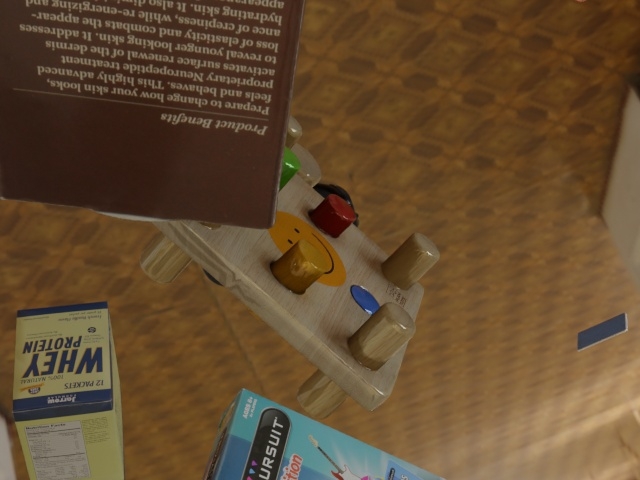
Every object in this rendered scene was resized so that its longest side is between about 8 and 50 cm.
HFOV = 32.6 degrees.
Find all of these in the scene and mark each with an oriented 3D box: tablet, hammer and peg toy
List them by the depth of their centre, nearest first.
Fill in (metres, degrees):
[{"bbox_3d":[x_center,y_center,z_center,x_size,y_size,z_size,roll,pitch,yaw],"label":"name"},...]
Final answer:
[{"bbox_3d":[0.000,0.000,1.059,0.127,0.266,0.361,-47,-177,23],"label":"hammer and peg toy"},{"bbox_3d":[0.430,0.140,1.671,0.083,0.006,0.054,-29,-163,25],"label":"tablet"}]

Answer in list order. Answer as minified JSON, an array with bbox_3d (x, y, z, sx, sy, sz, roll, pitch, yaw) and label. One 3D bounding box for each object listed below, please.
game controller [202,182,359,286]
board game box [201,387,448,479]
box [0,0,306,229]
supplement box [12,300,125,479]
[{"bbox_3d":[-0.068,-0.004,1.511,0.067,0.166,0.319,2,-175,-42],"label":"game controller"},{"bbox_3d":[0.011,0.361,1.324,0.336,0.253,0.079,26,135,-10],"label":"board game box"},{"bbox_3d":[-0.097,-0.190,0.653,0.191,0.143,0.381,7,133,-5],"label":"box"},{"bbox_3d":[-0.152,0.097,0.667,0.056,0.083,0.083,-6,132,-8],"label":"supplement box"}]
